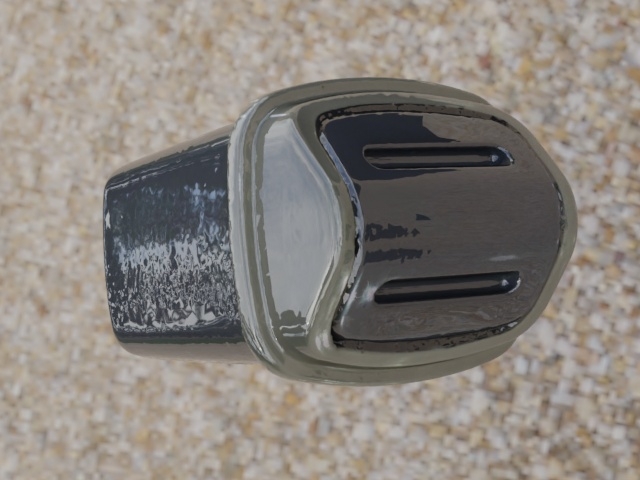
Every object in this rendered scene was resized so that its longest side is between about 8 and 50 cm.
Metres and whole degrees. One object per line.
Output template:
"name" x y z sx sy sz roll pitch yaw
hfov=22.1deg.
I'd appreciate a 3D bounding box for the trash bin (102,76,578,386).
"trash bin" 0.000 0.000 1.025 0.290 0.209 0.182 -9 86 56
